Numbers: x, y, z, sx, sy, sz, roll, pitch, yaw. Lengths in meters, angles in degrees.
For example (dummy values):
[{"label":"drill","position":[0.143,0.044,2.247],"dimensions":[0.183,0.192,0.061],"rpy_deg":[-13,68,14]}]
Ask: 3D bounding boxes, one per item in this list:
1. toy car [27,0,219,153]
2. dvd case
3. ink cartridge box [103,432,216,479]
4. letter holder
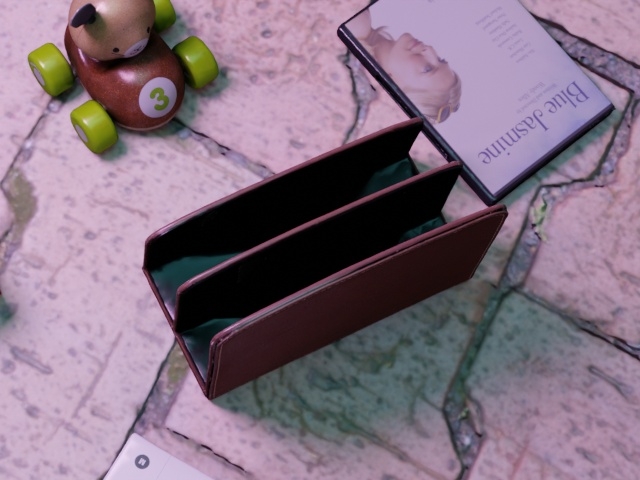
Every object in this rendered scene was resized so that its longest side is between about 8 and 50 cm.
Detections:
[{"label":"toy car","position":[-0.194,-0.200,1.606],"dimensions":[0.155,0.188,0.149],"rpy_deg":[-35,78,-16]},{"label":"dvd case","position":[0.164,-0.180,1.731],"dimensions":[0.180,0.022,0.253],"rpy_deg":[-37,79,-17]},{"label":"ink cartridge box","position":[-0.137,0.326,1.508],"dimensions":[0.223,0.045,0.224],"rpy_deg":[29,71,3]},{"label":"letter holder","position":[0.000,0.000,1.547],"dimensions":[0.302,0.214,0.152],"rpy_deg":[-24,76,-14]}]
